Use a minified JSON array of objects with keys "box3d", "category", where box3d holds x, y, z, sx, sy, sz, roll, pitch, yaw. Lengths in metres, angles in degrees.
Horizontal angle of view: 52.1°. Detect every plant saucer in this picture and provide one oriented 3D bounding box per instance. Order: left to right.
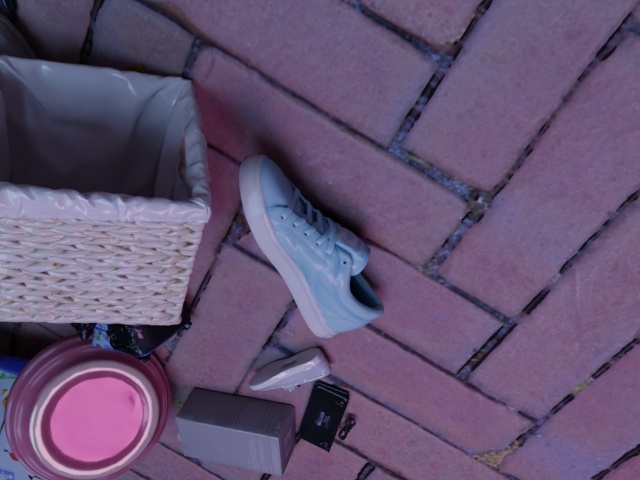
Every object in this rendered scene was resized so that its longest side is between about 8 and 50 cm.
[{"box3d":[-0.468,0.357,1.348,0.084,0.332,0.332,17,140,61],"category":"plant saucer"}]

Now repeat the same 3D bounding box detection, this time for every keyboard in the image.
[{"box3d":[0.019,0.375,1.370,0.108,0.023,0.180,23,127,11],"category":"keyboard"}]

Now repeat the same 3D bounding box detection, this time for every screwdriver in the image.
[{"box3d":[-0.502,-0.345,1.081,0.025,0.024,0.170,30,140,35],"category":"screwdriver"}]

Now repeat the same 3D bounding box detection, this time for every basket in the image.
[{"box3d":[-0.352,-0.069,0.958,0.331,0.328,0.266,4,132,-21],"category":"basket"}]

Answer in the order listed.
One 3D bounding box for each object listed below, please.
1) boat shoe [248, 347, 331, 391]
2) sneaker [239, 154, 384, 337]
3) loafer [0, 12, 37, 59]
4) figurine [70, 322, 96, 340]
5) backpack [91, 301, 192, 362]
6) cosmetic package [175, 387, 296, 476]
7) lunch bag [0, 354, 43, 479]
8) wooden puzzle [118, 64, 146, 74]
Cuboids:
[{"box3d":[-0.060,0.271,1.309,0.184,0.066,0.063,-28,109,21],"category":"boat shoe"},{"box3d":[0.000,0.000,1.079,0.150,0.135,0.366,-17,124,18],"category":"sneaker"},{"box3d":[-0.474,-0.222,1.082,0.112,0.111,0.319,-25,118,31],"category":"loafer"},{"box3d":[-0.413,0.044,1.189,0.215,0.092,0.209,-44,59,34],"category":"figurine"},{"box3d":[-0.364,0.147,1.275,0.173,0.158,0.117,2,115,31],"category":"backpack"},{"box3d":[-0.181,0.412,1.413,0.238,0.107,0.127,10,124,16],"category":"cosmetic package"},{"box3d":[-0.689,0.420,1.498,0.327,0.239,0.385,6,118,17],"category":"lunch bag"},{"box3d":[-0.315,-0.234,1.090,0.078,0.014,0.116,6,124,15],"category":"wooden puzzle"}]
